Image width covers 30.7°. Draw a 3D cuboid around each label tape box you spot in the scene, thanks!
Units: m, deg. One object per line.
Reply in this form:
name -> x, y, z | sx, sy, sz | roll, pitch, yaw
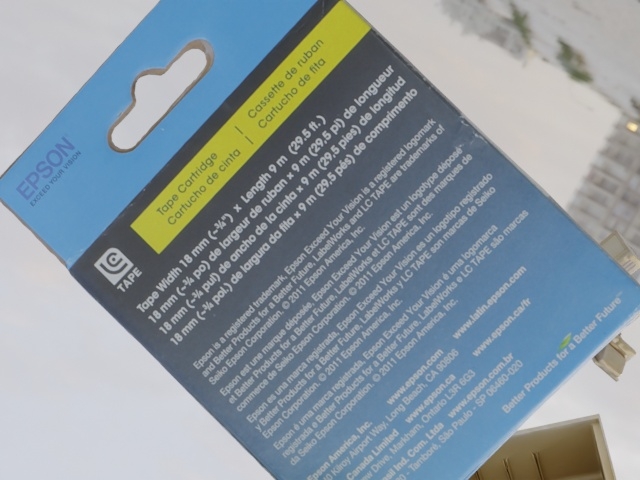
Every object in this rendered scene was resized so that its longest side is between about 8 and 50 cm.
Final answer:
label tape box -> 0.000, 0.000, 0.740 | 0.333, 0.240, 0.106 | 45, -172, 3

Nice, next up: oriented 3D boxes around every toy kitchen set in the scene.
toy kitchen set -> 0.232, 0.056, 0.893 | 0.083, 0.075, 0.068 | 39, -161, -27

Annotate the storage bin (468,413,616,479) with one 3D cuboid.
storage bin -> 0.247, 0.377, 1.438 | 0.262, 0.123, 0.260 | -13, -139, 10
